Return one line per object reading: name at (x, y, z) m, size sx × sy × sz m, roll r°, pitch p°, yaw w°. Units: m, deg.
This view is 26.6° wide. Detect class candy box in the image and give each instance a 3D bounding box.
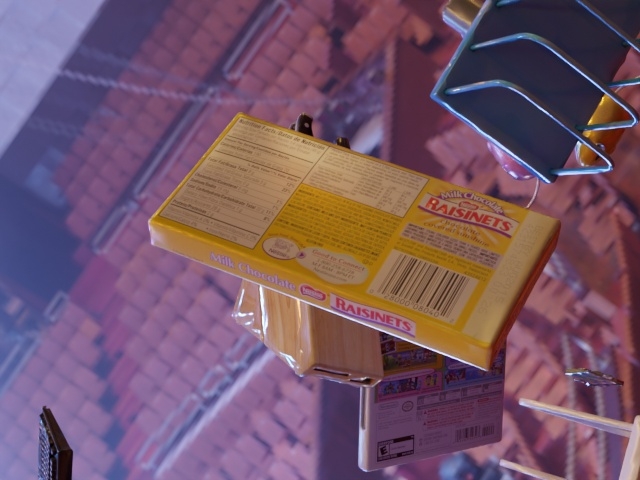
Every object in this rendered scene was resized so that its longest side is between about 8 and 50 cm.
candy box at (0.019, -0.004, 0.754) m, size 0.105 × 0.206 × 0.027 m, roll -53°, pitch -25°, yaw -40°

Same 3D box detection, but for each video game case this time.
video game case at (0.137, 0.165, 1.620) m, size 0.023 × 0.212 × 0.193 m, roll 17°, pitch 109°, yaw 54°

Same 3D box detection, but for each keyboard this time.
keyboard at (-0.306, 0.285, 1.560) m, size 0.023 × 0.108 × 0.180 m, roll -16°, pitch -43°, yaw -27°

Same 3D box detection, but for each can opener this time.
can opener at (0.238, -0.213, 1.488) m, size 0.093 × 0.074 × 0.280 m, roll -52°, pitch 39°, yaw 3°

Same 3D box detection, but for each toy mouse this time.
toy mouse at (0.174, -0.108, 1.089) m, size 0.161 × 0.143 × 0.031 m, roll -60°, pitch -9°, yaw -1°

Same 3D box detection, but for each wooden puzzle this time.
wooden puzzle at (0.315, 0.158, 1.557) m, size 0.083 × 0.049 × 0.006 m, roll -18°, pitch 53°, yaw 67°

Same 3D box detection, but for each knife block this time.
knife block at (0.000, 0.000, 1.443) m, size 0.276 × 0.088 × 0.242 m, roll 33°, pitch 108°, yaw 60°

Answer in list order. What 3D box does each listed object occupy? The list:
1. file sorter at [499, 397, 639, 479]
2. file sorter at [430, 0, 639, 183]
file sorter at (0.257, 0.299, 1.255) m, size 0.173 × 0.193 × 0.277 m, roll 10°, pitch 82°, yaw 48°
file sorter at (0.185, -0.144, 0.971) m, size 0.170 × 0.118 × 0.104 m, roll -59°, pitch 19°, yaw -10°
